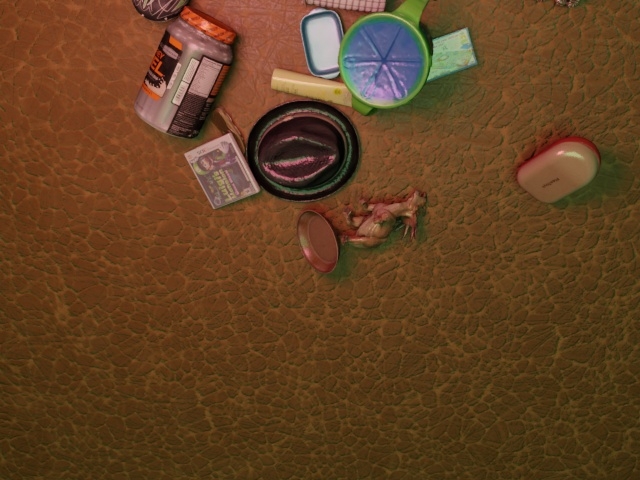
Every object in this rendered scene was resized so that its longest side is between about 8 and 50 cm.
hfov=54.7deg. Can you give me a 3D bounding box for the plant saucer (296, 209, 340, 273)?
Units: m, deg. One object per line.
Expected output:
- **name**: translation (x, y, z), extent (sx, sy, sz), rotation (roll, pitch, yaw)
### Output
- **plant saucer**: translation (0.000, 0.000, 1.841), extent (0.036, 0.199, 0.198), rotation (-21, 112, -33)

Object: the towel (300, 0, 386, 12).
- **towel**: translation (0.074, -0.743, 1.590), extent (0.235, 0.121, 0.283), rotation (8, 111, 3)

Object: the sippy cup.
- **sippy cup**: translation (0.190, -0.481, 1.597), extent (0.305, 0.224, 0.240), rotation (-19, 107, 30)

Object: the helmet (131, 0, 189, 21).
- **helmet**: translation (-0.417, -0.665, 1.620), extent (0.169, 0.161, 0.169), rotation (5, 121, 8)

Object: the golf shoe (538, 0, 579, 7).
- **golf shoe**: translation (0.598, -0.670, 1.613), extent (0.176, 0.069, 0.086), rotation (13, 89, -3)

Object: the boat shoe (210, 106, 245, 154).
- **boat shoe**: translation (-0.263, -0.317, 1.801), extent (0.056, 0.048, 0.153), rotation (-24, 109, 29)

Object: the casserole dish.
- **casserole dish**: translation (0.011, -0.542, 1.704), extent (0.114, 0.037, 0.188), rotation (-10, 107, 8)

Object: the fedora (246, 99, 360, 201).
- **fedora**: translation (-0.055, -0.239, 1.753), extent (0.334, 0.152, 0.334), rotation (1, 110, 4)

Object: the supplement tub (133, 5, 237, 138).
- **supplement tub**: translation (-0.362, -0.454, 1.680), extent (0.194, 0.193, 0.316), rotation (28, 108, -6)

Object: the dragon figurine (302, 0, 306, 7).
- **dragon figurine**: translation (-0.100, -0.733, 1.553), extent (0.289, 0.144, 0.085), rotation (43, 150, -1)

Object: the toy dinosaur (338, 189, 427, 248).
- **toy dinosaur**: translation (0.176, -0.037, 1.831), extent (0.296, 0.127, 0.200), rotation (-35, 140, 31)

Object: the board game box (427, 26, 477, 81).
- **board game box**: translation (0.340, -0.507, 1.697), extent (0.154, 0.026, 0.103), rotation (-17, 107, 10)

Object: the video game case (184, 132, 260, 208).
- **video game case**: translation (-0.291, -0.202, 1.826), extent (0.173, 0.022, 0.190), rotation (-18, 108, 27)

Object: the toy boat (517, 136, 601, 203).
- **toy boat**: translation (0.669, -0.215, 1.718), extent (0.151, 0.151, 0.231), rotation (36, 150, -8)

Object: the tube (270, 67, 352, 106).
- **tube**: translation (-0.017, -0.427, 1.729), extent (0.240, 0.070, 0.062), rotation (13, 107, 0)
